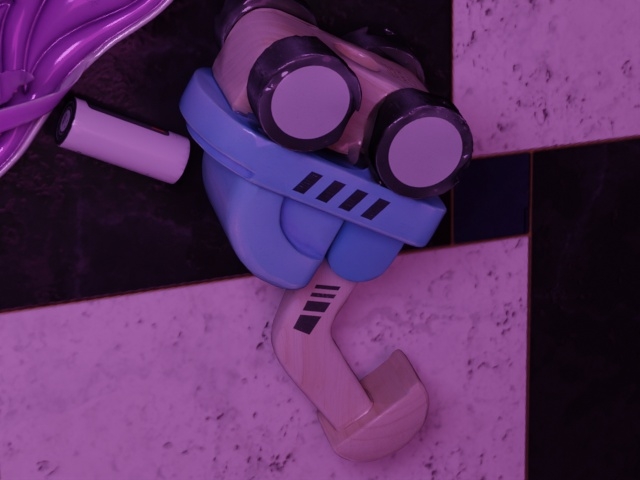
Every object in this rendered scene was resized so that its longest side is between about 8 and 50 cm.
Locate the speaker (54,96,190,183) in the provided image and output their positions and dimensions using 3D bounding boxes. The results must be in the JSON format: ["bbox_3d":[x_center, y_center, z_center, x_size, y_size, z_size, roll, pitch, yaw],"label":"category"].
[{"bbox_3d":[-0.208,-0.104,1.783,0.136,0.055,0.055,19,98,-26],"label":"speaker"}]

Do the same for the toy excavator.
[{"bbox_3d":[0.000,0.000,1.844,0.433,0.222,0.445,22,111,-27],"label":"toy excavator"}]

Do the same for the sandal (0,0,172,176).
[{"bbox_3d":[-0.303,-0.191,1.680,0.416,0.102,0.169,-46,106,-3],"label":"sandal"}]
